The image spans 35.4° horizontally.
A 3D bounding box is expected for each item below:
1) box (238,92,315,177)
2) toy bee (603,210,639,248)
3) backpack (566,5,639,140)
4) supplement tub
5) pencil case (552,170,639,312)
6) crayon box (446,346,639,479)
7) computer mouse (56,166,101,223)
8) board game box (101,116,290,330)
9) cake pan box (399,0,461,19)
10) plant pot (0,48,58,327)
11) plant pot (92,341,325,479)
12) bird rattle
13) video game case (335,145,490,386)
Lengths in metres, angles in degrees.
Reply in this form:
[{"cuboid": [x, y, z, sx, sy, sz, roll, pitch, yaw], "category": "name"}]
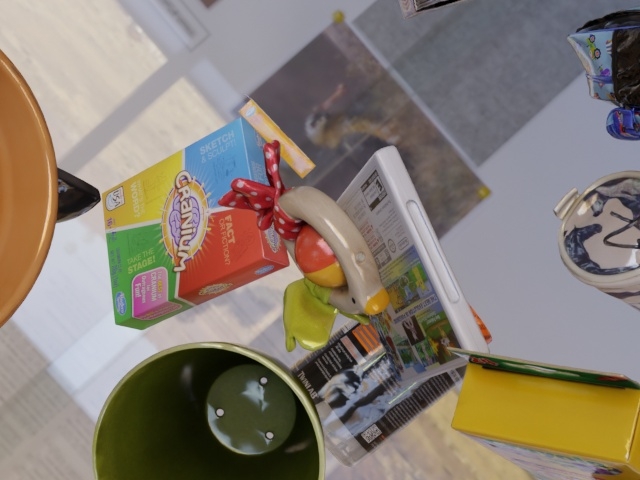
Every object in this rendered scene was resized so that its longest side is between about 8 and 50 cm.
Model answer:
[{"cuboid": [-0.061, -0.139, 1.325, 0.136, 0.028, 0.081, 44, -177, -3], "category": "box"}, {"cuboid": [0.452, -0.100, 1.054, 0.195, 0.298, 0.162, 79, -170, -69], "category": "toy bee"}, {"cuboid": [0.301, -0.147, 0.856, 0.173, 0.158, 0.117, -165, 68, -64], "category": "backpack"}, {"cuboid": [0.117, 0.215, 1.740, 0.207, 0.338, 0.207, 52, 179, 2], "category": "supplement tub"}, {"cuboid": [0.483, 0.047, 1.365, 0.410, 0.160, 0.183, 29, 177, -40], "category": "pencil case"}, {"cuboid": [0.282, 0.211, 1.082, 0.202, 0.081, 0.318, 4, 158, 41], "category": "crayon box"}, {"cuboid": [-0.381, -0.080, 1.135, 0.272, 0.072, 0.188, 24, 173, 7], "category": "computer mouse"}, {"cuboid": [-0.207, -0.021, 1.593, 0.064, 0.316, 0.242, 19, -127, -52], "category": "board game box"}, {"cuboid": [0.284, -0.458, 1.717, 0.246, 0.267, 0.070, 180, 73, -74], "category": "cake pan box"}, {"cuboid": [-0.394, -0.043, 0.823, 0.203, 0.291, 0.291, -1, 140, 38], "category": "plant pot"}, {"cuboid": [-0.112, 0.246, 1.297, 0.275, 0.275, 0.293, 48, -173, 3], "category": "plant pot"}, {"cuboid": [0.000, 0.000, 1.170, 0.207, 0.143, 0.253, 6, 118, 61], "category": "bird rattle"}, {"cuboid": [0.112, 0.051, 1.433, 0.300, 0.036, 0.329, 66, 164, 8], "category": "video game case"}]
